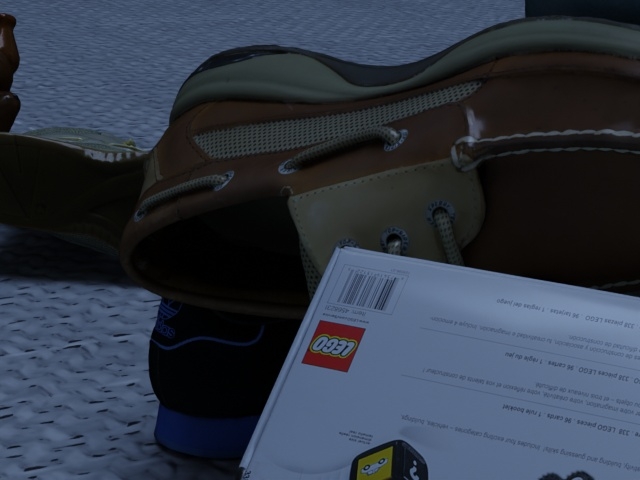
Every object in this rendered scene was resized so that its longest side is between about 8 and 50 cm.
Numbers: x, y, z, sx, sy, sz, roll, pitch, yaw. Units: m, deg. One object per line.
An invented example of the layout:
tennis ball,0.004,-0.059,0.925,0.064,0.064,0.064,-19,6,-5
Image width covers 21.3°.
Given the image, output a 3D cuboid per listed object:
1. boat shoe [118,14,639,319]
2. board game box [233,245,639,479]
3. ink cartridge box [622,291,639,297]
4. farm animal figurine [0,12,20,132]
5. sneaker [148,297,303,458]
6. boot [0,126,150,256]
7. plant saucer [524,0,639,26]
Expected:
boat shoe,0.043,-0.006,0.697,0.324,0.122,0.120,1,48,45
board game box,0.111,0.114,0.484,0.305,0.053,0.193,10,60,26
ink cartridge box,0.209,0.104,0.623,0.273,0.115,0.198,8,15,24
farm animal figurine,-0.366,-0.108,1.140,0.326,0.172,0.330,-6,-18,21
sneaker,0.024,0.046,0.856,0.232,0.090,0.081,-7,18,-30
boot,-0.124,-0.029,1.139,0.213,0.077,0.165,14,5,-2
plant saucer,0.173,-0.070,0.661,0.195,0.195,0.037,6,55,14
